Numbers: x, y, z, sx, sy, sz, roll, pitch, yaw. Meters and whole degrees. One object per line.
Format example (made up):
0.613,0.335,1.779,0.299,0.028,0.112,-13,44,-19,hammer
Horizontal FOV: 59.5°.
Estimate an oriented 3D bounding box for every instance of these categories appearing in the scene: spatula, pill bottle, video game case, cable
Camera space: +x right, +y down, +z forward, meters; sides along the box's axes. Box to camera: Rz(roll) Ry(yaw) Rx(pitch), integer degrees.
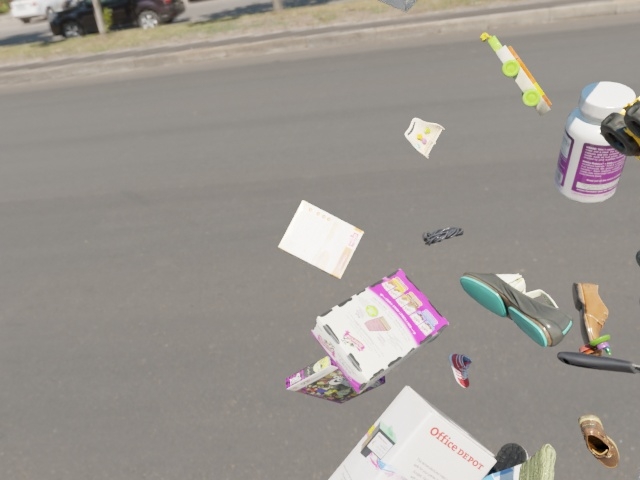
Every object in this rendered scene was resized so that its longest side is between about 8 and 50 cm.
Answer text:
0.500,0.207,0.854,0.030,0.084,0.296,-49,27,-21,spatula
0.737,-0.260,1.500,0.169,0.301,0.169,-5,45,5,pill bottle
0.047,0.432,1.727,0.210,0.232,0.041,-36,43,36,video game case
0.453,-0.016,2.055,0.151,0.047,0.184,-10,3,4,cable

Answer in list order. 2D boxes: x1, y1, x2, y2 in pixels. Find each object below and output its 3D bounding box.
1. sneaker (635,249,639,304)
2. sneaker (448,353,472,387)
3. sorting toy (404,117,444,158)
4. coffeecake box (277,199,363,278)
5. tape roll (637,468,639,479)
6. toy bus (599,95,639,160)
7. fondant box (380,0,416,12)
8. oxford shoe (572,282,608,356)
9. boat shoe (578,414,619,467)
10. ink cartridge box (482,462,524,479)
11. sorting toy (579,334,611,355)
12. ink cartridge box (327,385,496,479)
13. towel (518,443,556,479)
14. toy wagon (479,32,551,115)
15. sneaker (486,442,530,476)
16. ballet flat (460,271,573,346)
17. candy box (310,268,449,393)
0.851,0.118,1.396,0.121,0.111,0.300,-12,32,10,sneaker
0.454,0.411,1.761,0.042,0.118,0.067,-28,4,-34,sneaker
0.234,-0.245,1.305,0.083,0.075,0.045,-59,21,-9,sorting toy
0.000,0.000,1.504,0.186,0.142,0.068,28,-7,-2,coffeecake box
0.922,0.629,1.338,0.286,0.100,0.286,10,39,-8,tape roll
0.562,-0.155,0.841,0.149,0.211,0.220,-40,-4,8,toy bus
0.235,-0.698,1.195,0.096,0.238,0.330,35,76,24,fondant box
0.717,0.207,1.464,0.076,0.076,0.212,-3,64,12,oxford shoe
0.692,0.512,1.390,0.064,0.178,0.060,-23,24,30,boat shoe
0.400,0.695,1.343,0.198,0.270,0.197,13,42,-47,ink cartridge box
0.680,0.265,1.368,0.061,0.102,0.042,-13,64,-15,sorting toy
0.170,0.458,1.093,0.278,0.201,0.117,-50,22,-1,ink cartridge box
0.398,0.462,1.040,0.027,0.110,0.148,25,43,5,towel
0.671,-0.580,1.921,0.068,0.344,0.267,-34,4,25,toy wagon
0.497,0.707,1.542,0.283,0.124,0.107,-48,35,-7,sneaker
0.423,0.132,1.203,0.096,0.095,0.280,-31,35,-11,ballet flat
0.121,0.177,1.133,0.233,0.071,0.159,-25,64,-31,candy box
